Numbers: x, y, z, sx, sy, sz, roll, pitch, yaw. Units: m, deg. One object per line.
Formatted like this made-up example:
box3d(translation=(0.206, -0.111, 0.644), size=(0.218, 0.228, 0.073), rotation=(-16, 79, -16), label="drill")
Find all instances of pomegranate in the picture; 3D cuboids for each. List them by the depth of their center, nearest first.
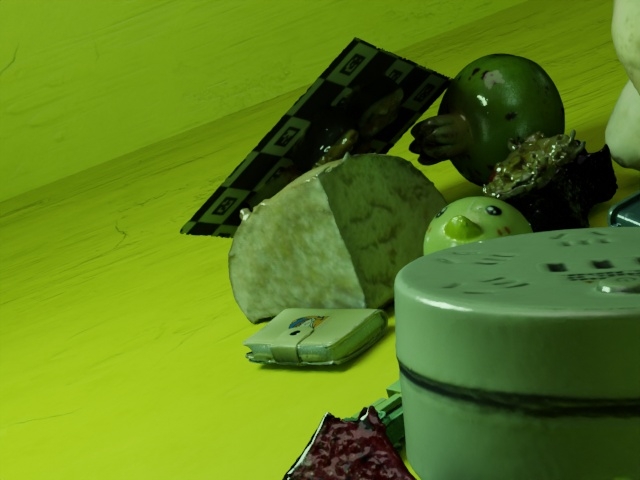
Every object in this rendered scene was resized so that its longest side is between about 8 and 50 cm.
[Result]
box3d(translation=(0.232, -0.160, 1.838), size=(0.248, 0.202, 0.202), rotation=(-16, 13, -27), label="pomegranate")

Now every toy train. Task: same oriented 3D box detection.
box3d(translation=(0.073, 0.174, 1.295), size=(0.122, 0.050, 0.081), rotation=(-30, 15, -24), label="toy train")

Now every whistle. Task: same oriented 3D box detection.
box3d(translation=(0.154, 0.044, 1.448), size=(0.141, 0.141, 0.294), rotation=(-10, 22, 32), label="whistle")

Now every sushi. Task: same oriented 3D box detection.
box3d(translation=(0.289, -0.069, 1.657), size=(0.147, 0.115, 0.212), rotation=(-10, 20, 33), label="sushi")
box3d(translation=(0.025, -0.099, 1.767), size=(0.343, 0.064, 0.359), rotation=(-47, -19, 16), label="sushi")

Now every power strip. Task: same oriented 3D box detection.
box3d(translation=(0.228, 0.088, 1.046), size=(0.358, 0.161, 0.357), rotation=(-5, 9, 1), label="power strip")

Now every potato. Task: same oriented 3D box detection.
box3d(translation=(0.012, -0.020, 1.692), size=(0.264, 0.211, 0.189), rotation=(-8, 23, 45), label="potato")

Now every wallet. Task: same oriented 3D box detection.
box3d(translation=(-0.008, 0.118, 1.572), size=(0.155, 0.039, 0.110), rotation=(-3, 22, 44), label="wallet")

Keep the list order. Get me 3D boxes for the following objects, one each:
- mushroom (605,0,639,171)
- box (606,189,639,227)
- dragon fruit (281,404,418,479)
box3d(translation=(0.508, -0.232, 1.570), size=(0.325, 0.353, 0.353), rotation=(-54, 24, -7), label="mushroom")
box3d(translation=(0.379, -0.017, 1.482), size=(0.099, 0.074, 0.054), rotation=(-29, 33, -23), label="box")
box3d(translation=(0.010, 0.258, 0.946), size=(0.261, 0.163, 0.189), rotation=(-62, 4, -15), label="dragon fruit")
